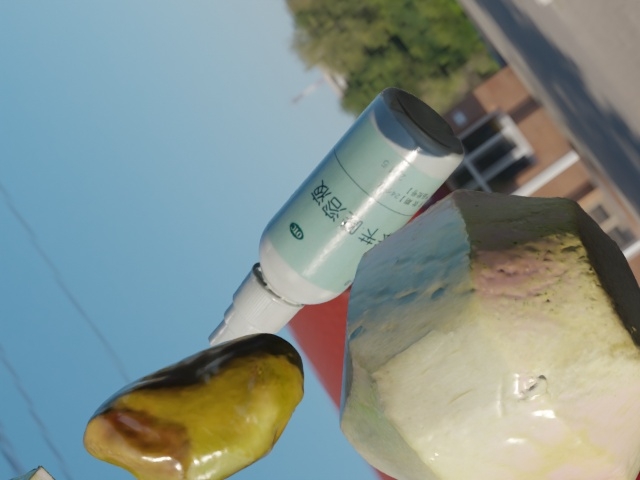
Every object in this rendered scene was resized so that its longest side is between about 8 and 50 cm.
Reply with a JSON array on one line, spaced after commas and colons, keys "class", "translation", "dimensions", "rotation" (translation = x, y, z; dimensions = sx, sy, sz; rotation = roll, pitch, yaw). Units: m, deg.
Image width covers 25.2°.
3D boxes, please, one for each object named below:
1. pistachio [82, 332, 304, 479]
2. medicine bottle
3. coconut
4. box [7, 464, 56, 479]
[{"class": "pistachio", "translation": [-0.099, 0.144, 1.174], "dimensions": [0.110, 0.189, 0.100], "rotation": [-152, 38, -82]}, {"class": "medicine bottle", "translation": [0.000, 0.000, 1.507], "dimensions": [0.110, 0.352, 0.110], "rotation": [35, -157, -17]}, {"class": "coconut", "translation": [0.125, 0.094, 1.063], "dimensions": [0.259, 0.259, 0.259], "rotation": [52, -172, -10]}, {"class": "box", "translation": [-0.332, 0.390, 1.493], "dimensions": [0.168, 0.097, 0.265], "rotation": [47, -127, -15]}]
